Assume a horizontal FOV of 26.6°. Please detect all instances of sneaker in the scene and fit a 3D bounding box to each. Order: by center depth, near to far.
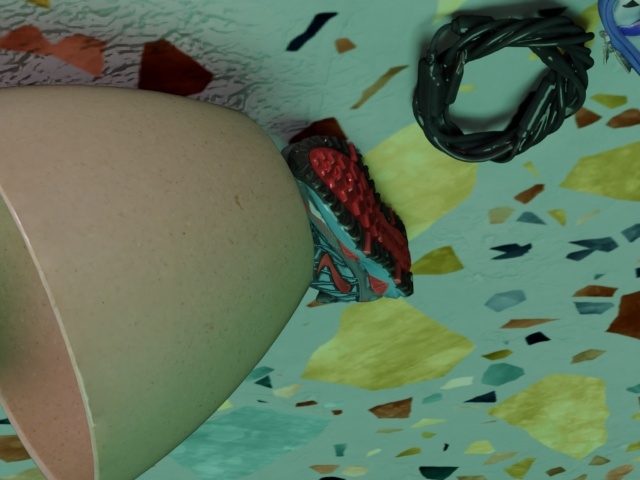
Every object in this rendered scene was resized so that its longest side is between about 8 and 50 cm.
[{"bbox_3d":[0.000,0.000,1.251,0.125,0.104,0.262,-15,149,14],"label":"sneaker"}]

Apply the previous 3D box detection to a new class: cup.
[{"bbox_3d":[-0.147,0.010,1.074,0.237,0.331,0.331,-24,156,-24],"label":"cup"}]

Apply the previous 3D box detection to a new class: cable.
[{"bbox_3d":[0.154,-0.129,1.141,0.150,0.047,0.184,-12,147,-4],"label":"cable"}]

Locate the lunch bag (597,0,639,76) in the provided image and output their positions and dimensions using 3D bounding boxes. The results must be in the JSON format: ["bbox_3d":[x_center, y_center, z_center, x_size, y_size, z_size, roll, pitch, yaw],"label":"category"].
[{"bbox_3d":[0.344,-0.207,0.987,0.303,0.115,0.243,-24,144,23],"label":"lunch bag"}]
